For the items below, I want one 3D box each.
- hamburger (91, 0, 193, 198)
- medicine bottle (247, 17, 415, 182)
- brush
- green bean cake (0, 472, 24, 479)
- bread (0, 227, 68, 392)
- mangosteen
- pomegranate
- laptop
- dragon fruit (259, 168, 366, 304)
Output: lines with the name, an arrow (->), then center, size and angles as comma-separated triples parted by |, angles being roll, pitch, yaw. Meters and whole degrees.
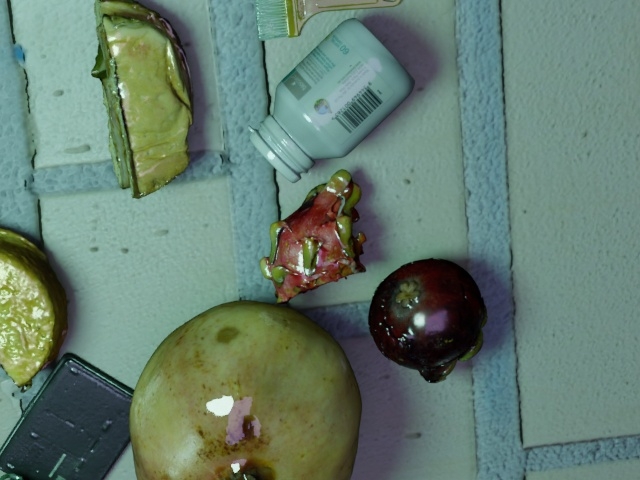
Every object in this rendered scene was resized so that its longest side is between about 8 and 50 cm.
hamburger -> -0.236, -0.200, 1.659 | 0.130, 0.124, 0.262 | -14, 110, -20
medicine bottle -> 0.010, -0.182, 1.666 | 0.215, 0.135, 0.135 | -43, 103, 6
brush -> 0.012, -0.326, 1.696 | 0.205, 0.011, 0.083 | -7, 104, -4
green bean cake -> -0.405, 0.456, 1.746 | 0.193, 0.208, 0.107 | 30, 134, -15
bread -> -0.426, 0.081, 1.690 | 0.139, 0.143, 0.229 | -34, 106, 5
mangosteen -> 0.160, 0.114, 1.749 | 0.166, 0.166, 0.180 | -45, 127, 7
pomegranate -> -0.103, 0.255, 1.669 | 0.338, 0.338, 0.338 | -1, 104, -4
laptop -> -0.362, 0.283, 1.805 | 0.154, 0.026, 0.207 | 33, 99, -12
dragon fruit -> 0.000, 0.000, 1.719 | 0.150, 0.133, 0.208 | 22, 92, -10
